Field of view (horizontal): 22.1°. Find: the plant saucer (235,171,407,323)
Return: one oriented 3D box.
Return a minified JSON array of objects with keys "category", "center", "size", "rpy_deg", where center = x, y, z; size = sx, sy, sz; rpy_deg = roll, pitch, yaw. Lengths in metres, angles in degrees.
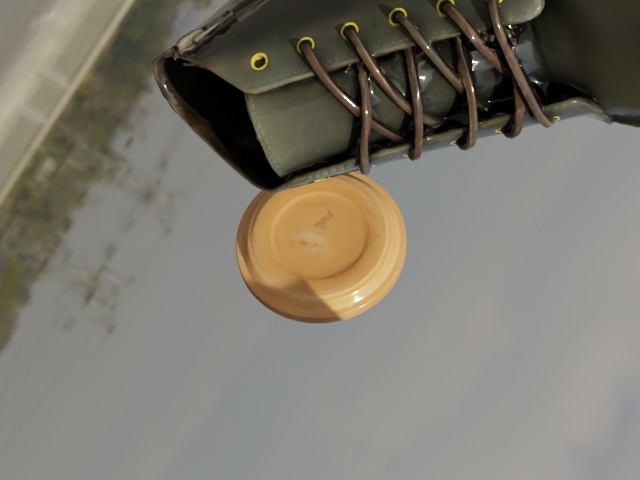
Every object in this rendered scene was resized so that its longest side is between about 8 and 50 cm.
[{"category":"plant saucer","center":[0.000,0.000,0.792],"size":[0.083,0.083,0.013],"rpy_deg":[-61,163,-23]}]

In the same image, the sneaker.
[{"category":"sneaker","center":[0.050,-0.051,0.501],"size":[0.118,0.083,0.222],"rpy_deg":[-40,-148,-24]}]
